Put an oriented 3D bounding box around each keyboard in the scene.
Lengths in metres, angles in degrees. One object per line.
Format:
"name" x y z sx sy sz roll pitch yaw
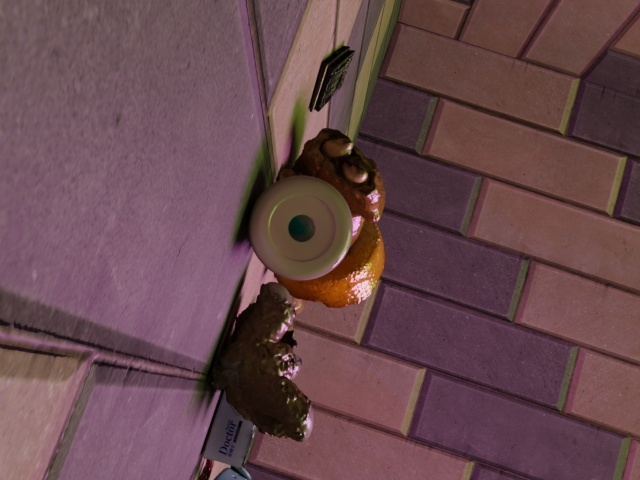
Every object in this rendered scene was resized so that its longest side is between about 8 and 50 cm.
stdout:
"keyboard" 0.027 -0.329 1.483 0.317 0.027 0.106 -64 172 -67

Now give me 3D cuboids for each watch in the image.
"watch" -0.218 0.546 1.482 0.195 0.068 0.237 -51 165 -29

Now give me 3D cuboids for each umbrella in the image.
"umbrella" -0.237 0.482 1.549 0.027 0.025 0.165 17 89 -68

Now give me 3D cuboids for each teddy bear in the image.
"teddy bear" -0.102 0.232 1.285 0.256 0.156 0.267 89 -11 -69

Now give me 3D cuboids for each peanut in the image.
"peanut" -0.071 0.136 2.041 0.193 0.089 0.089 -68 175 -49

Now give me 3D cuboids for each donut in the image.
"donut" 0.020 0.025 1.561 0.118 0.253 0.254 87 19 -53

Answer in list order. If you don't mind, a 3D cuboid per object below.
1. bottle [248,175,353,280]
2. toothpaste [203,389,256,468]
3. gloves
"bottle" -0.036 -0.018 1.139 0.236 0.147 0.148 -176 -75 -85
"toothpaste" -0.144 0.287 1.478 0.071 0.089 0.313 156 -48 -84
"gloves" 0.013 -0.086 1.354 0.356 0.203 0.156 115 -27 -67
